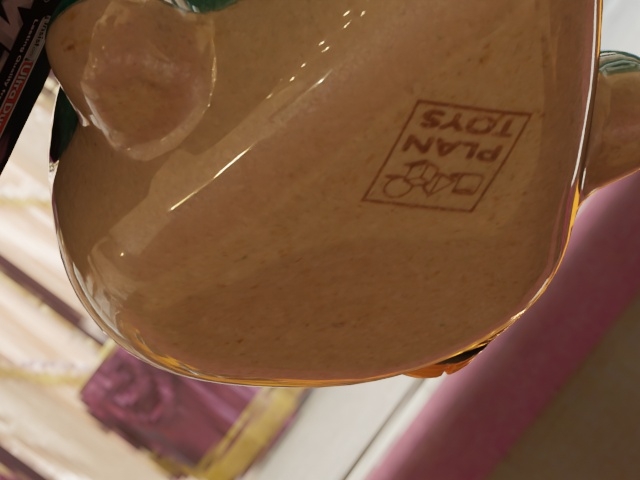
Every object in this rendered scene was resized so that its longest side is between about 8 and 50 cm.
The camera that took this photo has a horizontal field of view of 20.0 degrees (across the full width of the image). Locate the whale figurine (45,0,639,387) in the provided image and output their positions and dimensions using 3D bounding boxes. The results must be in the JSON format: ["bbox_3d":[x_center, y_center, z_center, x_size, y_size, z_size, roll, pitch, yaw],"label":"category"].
[{"bbox_3d":[0.016,-0.069,0.572,0.272,0.216,0.141,121,144,-44],"label":"whale figurine"}]

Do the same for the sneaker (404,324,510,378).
[{"bbox_3d":[0.000,0.000,0.771,0.083,0.215,0.084,-32,53,52],"label":"sneaker"}]

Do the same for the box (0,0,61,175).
[{"bbox_3d":[-0.151,-0.085,0.478,0.295,0.073,0.293,-62,-14,10],"label":"box"}]
